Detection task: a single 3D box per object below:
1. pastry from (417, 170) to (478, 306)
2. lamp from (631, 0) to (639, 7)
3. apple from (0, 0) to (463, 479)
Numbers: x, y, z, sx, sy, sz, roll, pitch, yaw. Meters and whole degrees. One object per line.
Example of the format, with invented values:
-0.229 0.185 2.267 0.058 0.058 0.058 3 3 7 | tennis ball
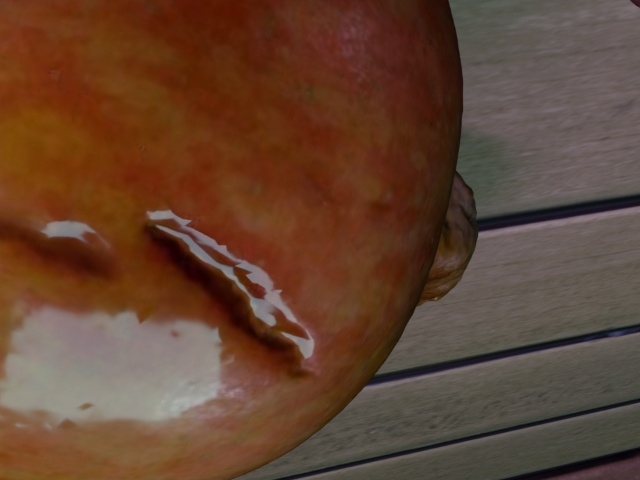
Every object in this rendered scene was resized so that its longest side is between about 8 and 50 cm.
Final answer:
0.000 0.000 1.019 0.192 0.093 0.182 7 152 -44 | pastry
0.175 -0.140 0.659 0.215 0.151 0.223 7 153 -45 | lamp
-0.095 -0.041 0.534 0.264 0.264 0.264 -15 163 -5 | apple
